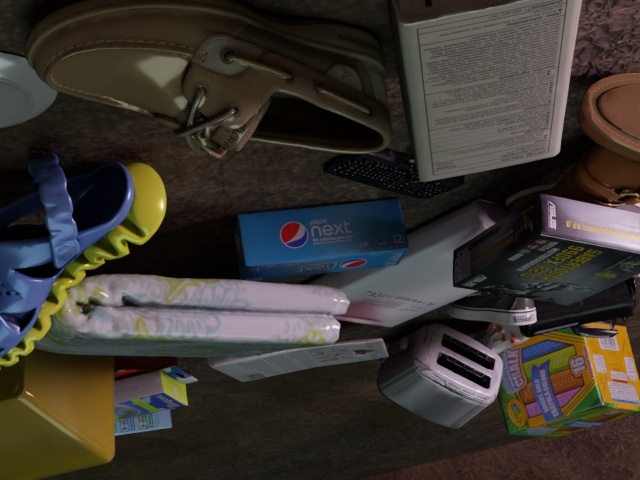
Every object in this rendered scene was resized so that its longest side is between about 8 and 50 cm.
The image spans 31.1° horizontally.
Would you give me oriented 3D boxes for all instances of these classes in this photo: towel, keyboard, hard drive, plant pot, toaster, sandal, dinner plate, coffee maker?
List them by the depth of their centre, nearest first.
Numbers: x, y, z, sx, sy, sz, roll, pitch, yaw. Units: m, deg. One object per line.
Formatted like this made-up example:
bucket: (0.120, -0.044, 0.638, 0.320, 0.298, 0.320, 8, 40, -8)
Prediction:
dinner plate: (-0.311, -0.130, 1.050, 0.141, 0.017, 0.141, -9, 158, -4)
sandal: (-0.317, 0.014, 1.222, 0.317, 0.126, 0.138, -45, 140, 12)
keyboard: (0.100, -0.073, 1.368, 0.100, 0.038, 0.192, -28, 154, 38)
towel: (-0.190, 0.098, 1.482, 0.375, 0.090, 0.320, 4, 169, -25)
plant pot: (-0.431, 0.208, 1.635, 0.212, 0.212, 0.187, -16, 147, 14)
hard drive: (0.162, 0.043, 1.690, 0.353, 0.047, 0.233, -27, 154, 38)
coffee maker: (0.397, 0.075, 1.825, 0.178, 0.120, 0.171, -11, 135, -1)
toaster: (0.225, 0.245, 2.064, 0.227, 0.129, 0.146, 29, 143, -11)

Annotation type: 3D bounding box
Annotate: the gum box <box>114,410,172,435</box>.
gum box: (-0.358, 0.304, 2.037, 0.185, 0.041, 0.157, -8, -172, -7)

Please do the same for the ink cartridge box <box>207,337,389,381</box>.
ink cartridge box: (-0.029, 0.164, 1.827, 0.261, 0.066, 0.296, -10, 168, 3)

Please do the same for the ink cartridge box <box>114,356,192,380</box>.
ink cartridge box: (-0.318, 0.212, 1.853, 0.134, 0.078, 0.231, 5, 155, -36)

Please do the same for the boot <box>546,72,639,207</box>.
boot: (0.341, -0.101, 1.349, 0.284, 0.109, 0.220, -3, 163, -39)

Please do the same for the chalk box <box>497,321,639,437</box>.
chalk box: (0.462, 0.288, 2.286, 0.289, 0.179, 0.180, -28, 153, 38)

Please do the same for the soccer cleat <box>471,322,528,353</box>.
soccer cleat: (0.335, 0.163, 2.076, 0.076, 0.068, 0.196, -21, 166, -35)

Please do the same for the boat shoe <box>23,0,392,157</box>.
boat shoe: (-0.083, -0.136, 1.007, 0.341, 0.110, 0.122, 1, 157, -27)

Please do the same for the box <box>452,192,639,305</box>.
box: (0.300, 0.018, 1.471, 0.183, 0.056, 0.231, 11, 159, -19)

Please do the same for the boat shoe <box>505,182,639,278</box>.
boat shoe: (0.387, -0.009, 1.588, 0.335, 0.095, 0.112, 9, 152, -42)

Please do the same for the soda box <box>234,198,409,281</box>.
soda box: (0.000, 0.000, 1.460, 0.210, 0.071, 0.067, -6, 161, -12)

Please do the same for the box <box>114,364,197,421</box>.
box: (-0.288, 0.241, 1.776, 0.178, 0.042, 0.109, -14, 159, 10)

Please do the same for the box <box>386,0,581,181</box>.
box: (0.136, -0.173, 1.001, 0.148, 0.121, 0.311, -11, 159, 3)

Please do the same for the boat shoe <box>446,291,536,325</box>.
boat shoe: (0.269, 0.089, 1.813, 0.078, 0.070, 0.219, -5, -177, -25)
